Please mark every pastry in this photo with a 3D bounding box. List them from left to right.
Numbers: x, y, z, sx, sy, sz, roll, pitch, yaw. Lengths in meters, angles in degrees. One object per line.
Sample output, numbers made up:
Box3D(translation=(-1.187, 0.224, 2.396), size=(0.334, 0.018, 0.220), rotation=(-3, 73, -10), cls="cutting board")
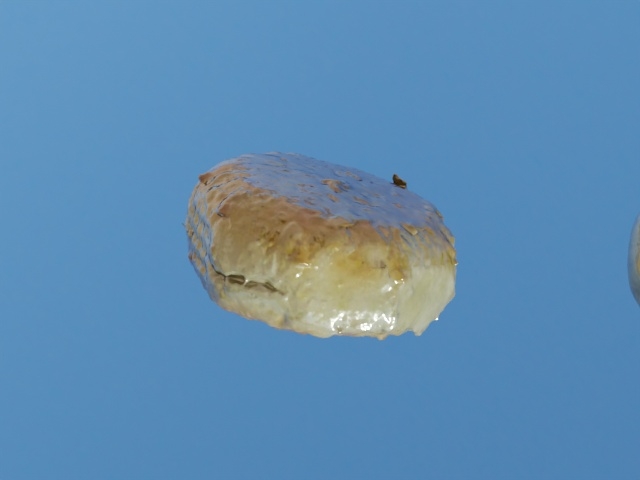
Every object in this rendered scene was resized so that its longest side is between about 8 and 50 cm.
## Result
Box3D(translation=(0.000, 0.000, 1.375), size=(0.192, 0.182, 0.093), rotation=(-129, -132, -65), cls="pastry")

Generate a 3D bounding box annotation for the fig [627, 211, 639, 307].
Box3D(translation=(0.303, 0.001, 1.451), size=(0.124, 0.236, 0.124), rotation=(2, -104, -7), cls="fig")
